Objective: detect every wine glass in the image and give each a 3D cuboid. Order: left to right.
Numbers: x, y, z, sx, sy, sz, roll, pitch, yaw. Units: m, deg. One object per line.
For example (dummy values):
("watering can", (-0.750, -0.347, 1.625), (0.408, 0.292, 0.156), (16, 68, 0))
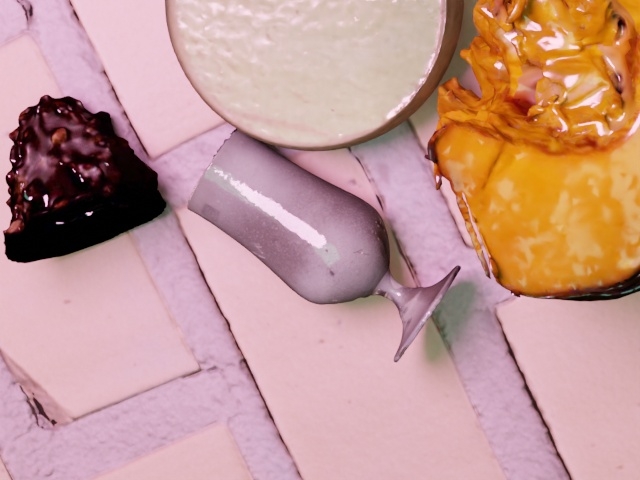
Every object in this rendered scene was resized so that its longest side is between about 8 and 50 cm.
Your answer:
("wine glass", (0.000, 0.000, 1.334), (0.231, 0.103, 0.103), (35, 106, 2))

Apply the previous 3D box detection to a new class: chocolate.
("chocolate", (-0.226, -0.064, 1.349), (0.156, 0.156, 0.133), (-25, 81, 14))

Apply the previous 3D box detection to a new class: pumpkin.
("pumpkin", (0.221, -0.103, 1.196), (0.256, 0.225, 0.303), (36, 104, -8))

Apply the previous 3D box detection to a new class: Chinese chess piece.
("Chinese chess piece", (-0.005, -0.199, 1.286), (0.250, 0.101, 0.250), (2, 104, 9))
